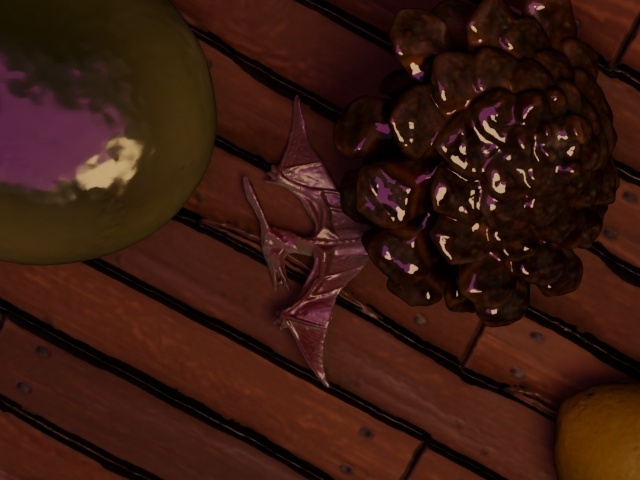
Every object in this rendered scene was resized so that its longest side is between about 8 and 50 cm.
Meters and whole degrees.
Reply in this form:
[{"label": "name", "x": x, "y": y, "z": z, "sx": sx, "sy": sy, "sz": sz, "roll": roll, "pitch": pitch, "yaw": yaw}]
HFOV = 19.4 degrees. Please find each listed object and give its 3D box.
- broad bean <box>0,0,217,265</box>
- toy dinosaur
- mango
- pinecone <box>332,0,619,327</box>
[{"label": "broad bean", "x": -0.217, "y": -0.107, "z": 1.358, "sx": 0.291, "sy": 0.119, "sz": 0.238, "roll": 28, "pitch": 83, "yaw": -2}, {"label": "toy dinosaur", "x": 0.000, "y": 0.000, "z": 1.396, "sx": 0.108, "sy": 0.032, "sz": 0.220, "roll": -5, "pitch": 81, "yaw": 5}, {"label": "mango", "x": 0.290, "y": 0.185, "z": 1.345, "sx": 0.262, "sy": 0.130, "sz": 0.167, "roll": 15, "pitch": 89, "yaw": 6}, {"label": "pinecone", "x": 0.108, "y": -0.054, "z": 1.307, "sx": 0.202, "sy": 0.201, "sz": 0.229, "roll": 3, "pitch": 86, "yaw": -6}]
